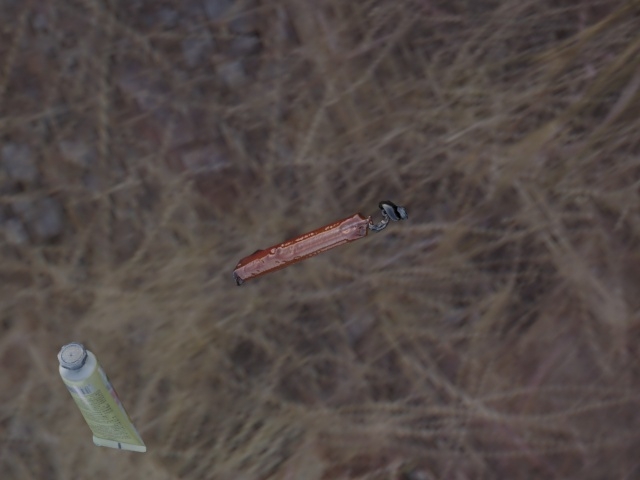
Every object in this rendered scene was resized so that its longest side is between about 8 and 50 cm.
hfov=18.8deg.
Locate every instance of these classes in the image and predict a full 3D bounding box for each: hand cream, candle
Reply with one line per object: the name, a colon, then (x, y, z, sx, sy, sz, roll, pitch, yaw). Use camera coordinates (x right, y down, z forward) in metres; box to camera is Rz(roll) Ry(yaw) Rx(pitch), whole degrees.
hand cream: (-0.127, 0.091, 1.100, 0.035, 0.022, 0.102, 6, 147, 18)
candle: (0.000, -0.001, 1.380, 0.167, 0.026, 0.021, -22, 90, 42)
